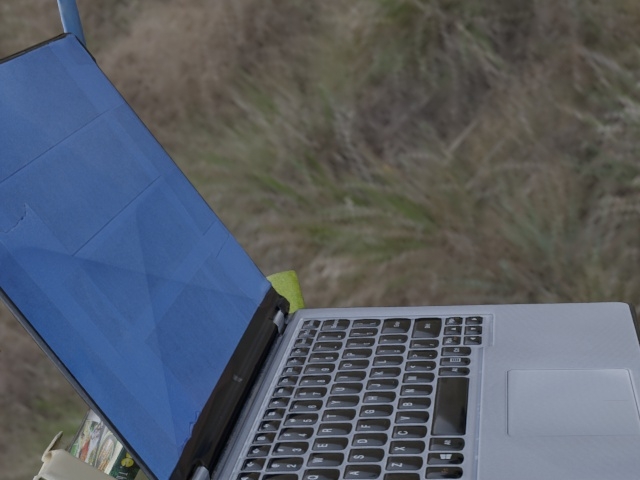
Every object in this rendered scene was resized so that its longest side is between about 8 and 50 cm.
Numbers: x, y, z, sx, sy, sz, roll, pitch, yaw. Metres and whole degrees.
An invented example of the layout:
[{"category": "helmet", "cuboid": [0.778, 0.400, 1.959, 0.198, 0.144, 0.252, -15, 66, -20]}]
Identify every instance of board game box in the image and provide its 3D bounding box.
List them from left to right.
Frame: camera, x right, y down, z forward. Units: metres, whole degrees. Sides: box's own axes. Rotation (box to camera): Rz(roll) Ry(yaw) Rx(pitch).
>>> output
[{"category": "board game box", "cuboid": [-0.190, 0.179, 1.408, 0.260, 0.030, 0.136, -60, 22, 27]}]

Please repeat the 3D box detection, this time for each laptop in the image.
[{"category": "laptop", "cuboid": [0.000, 0.000, 0.934, 0.408, 0.236, 0.382, -2, 15, 8]}]

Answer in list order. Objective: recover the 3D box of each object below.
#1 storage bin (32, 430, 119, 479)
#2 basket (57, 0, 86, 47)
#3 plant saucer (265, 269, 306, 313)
[{"category": "storage bin", "cuboid": [-0.154, 0.322, 1.216, 0.260, 0.262, 0.123, -62, 0, 19]}, {"category": "basket", "cuboid": [-0.321, -0.261, 1.236, 0.254, 0.289, 0.201, 6, 34, 20]}, {"category": "plant saucer", "cuboid": [-0.081, 0.134, 1.326, 0.188, 0.045, 0.188, -48, 31, 22]}]
